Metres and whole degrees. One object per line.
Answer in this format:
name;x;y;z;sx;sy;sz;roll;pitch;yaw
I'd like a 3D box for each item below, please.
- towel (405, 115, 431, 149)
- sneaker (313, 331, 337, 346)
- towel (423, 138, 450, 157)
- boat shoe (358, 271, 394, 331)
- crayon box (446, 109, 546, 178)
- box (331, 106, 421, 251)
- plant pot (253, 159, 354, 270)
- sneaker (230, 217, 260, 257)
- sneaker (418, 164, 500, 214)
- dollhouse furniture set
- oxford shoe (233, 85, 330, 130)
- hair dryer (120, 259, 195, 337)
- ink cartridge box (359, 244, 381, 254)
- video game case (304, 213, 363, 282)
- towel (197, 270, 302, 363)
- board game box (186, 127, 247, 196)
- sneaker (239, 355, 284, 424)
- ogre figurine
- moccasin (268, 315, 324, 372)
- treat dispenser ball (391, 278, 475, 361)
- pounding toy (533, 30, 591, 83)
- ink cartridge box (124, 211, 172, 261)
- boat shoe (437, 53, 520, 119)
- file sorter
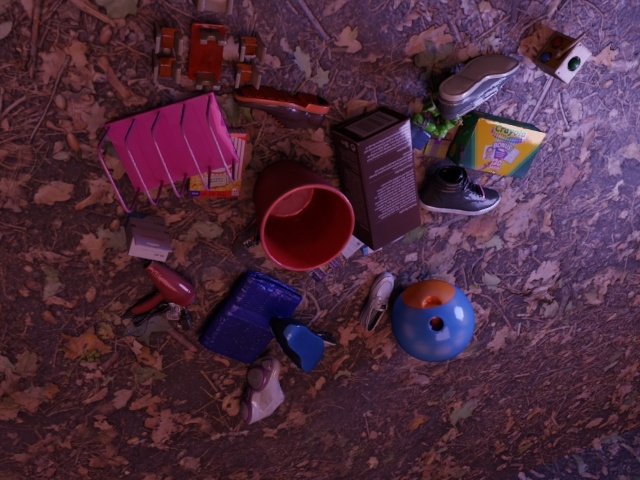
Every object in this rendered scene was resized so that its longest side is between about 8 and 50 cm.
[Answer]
towel;0.277;-0.326;1.871;0.119;0.029;0.067;29;108;-33
sneaker;-0.008;0.358;2.204;0.135;0.052;0.058;14;123;-19
towel;0.366;-0.290;1.944;0.083;0.009;0.060;3;121;-23
boat shoe;0.209;0.222;2.178;0.083;0.076;0.226;7;119;-26
crayon box;0.557;-0.304;1.965;0.278;0.081;0.165;6;119;-25
box;0.174;-0.180;1.840;0.191;0.143;0.382;-28;127;-20
plant pot;-0.070;-0.090;1.754;0.274;0.243;0.275;-11;125;-16
sneaker;-0.213;-0.003;1.865;0.061;0.065;0.158;32;106;-35
sneaker;0.469;-0.166;1.987;0.295;0.105;0.147;-1;143;-17
dollhouse furniture set;-0.271;-0.503;1.497;0.261;0.135;0.259;-2;133;-21
oxford shoe;-0.107;-0.347;1.665;0.271;0.097;0.098;5;125;-25
hair dryer;-0.490;0.183;1.869;0.223;0.080;0.294;-5;123;-18
ink cartridge box;0.171;0.013;2.041;0.083;0.048;0.028;-17;127;-10
video game case;0.000;0.000;1.967;0.210;0.042;0.232;-41;127;6
towel;-0.232;0.249;2.026;0.227;0.076;0.308;29;106;-30
board game box;-0.288;-0.215;1.707;0.146;0.045;0.194;-2;122;-21
sneaker;-0.190;0.521;2.213;0.152;0.114;0.305;-3;128;-37
ogre figurine;0.368;-0.386;1.832;0.118;0.096;0.197;47;65;-25
moccasin;-0.075;0.326;2.055;0.138;0.116;0.342;-50;150;-20
treat dispenser ball;0.389;0.278;2.152;0.288;0.288;0.288;-10;125;-15
pounding toy;0.721;-0.552;1.829;0.100;0.141;0.130;24;110;-32
ink cartridge box;-0.472;-0.003;1.689;0.104;0.180;0.060;13;116;-28
boat shoe;0.453;-0.445;1.785;0.319;0.116;0.099;-33;142;-28
file sorter;-0.374;-0.213;1.546;0.290;0.182;0.202;-16;121;3
